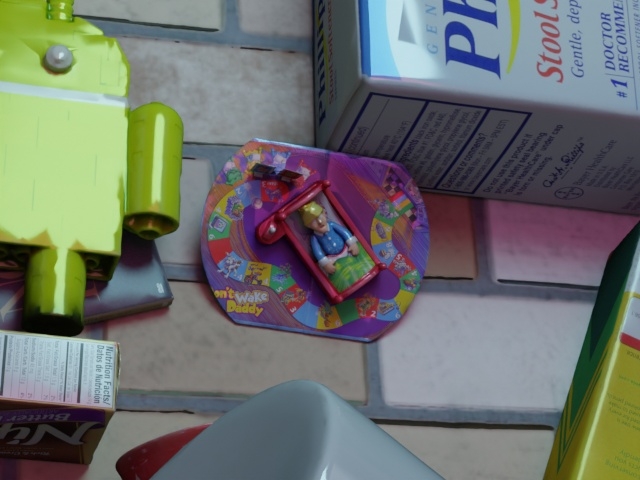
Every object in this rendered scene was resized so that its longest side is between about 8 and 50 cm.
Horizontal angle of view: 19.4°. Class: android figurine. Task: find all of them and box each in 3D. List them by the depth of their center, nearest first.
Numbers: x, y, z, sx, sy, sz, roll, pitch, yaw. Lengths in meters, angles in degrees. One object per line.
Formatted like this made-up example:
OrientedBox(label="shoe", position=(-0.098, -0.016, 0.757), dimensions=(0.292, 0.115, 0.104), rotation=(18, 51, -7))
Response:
OrientedBox(label="android figurine", position=(-0.217, -0.067, 1.295), dimensions=(0.248, 0.056, 0.273), rotation=(8, 63, -12))

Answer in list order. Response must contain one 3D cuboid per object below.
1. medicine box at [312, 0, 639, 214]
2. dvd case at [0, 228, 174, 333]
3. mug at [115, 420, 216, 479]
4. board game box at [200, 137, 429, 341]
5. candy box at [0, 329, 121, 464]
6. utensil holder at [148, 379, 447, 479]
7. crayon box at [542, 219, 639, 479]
OrientedBox(label="medicine box", position=(0.145, -0.178, 1.423), dimensions=(0.289, 0.149, 0.263), rotation=(6, 63, -14))
OrientedBox(label="dvd case", position=(-0.230, -0.008, 1.302), dimensions=(0.221, 0.018, 0.164), rotation=(-12, 69, -21))
OrientedBox(label="mug", position=(-0.041, 0.207, 1.201), dimensions=(0.150, 0.113, 0.169), rotation=(-8, 70, -18))
OrientedBox(label="board game box", position=(0.000, 0.000, 1.329), dimensions=(0.168, 0.033, 0.133), rotation=(9, 86, -12))
OrientedBox(label="candy box", position=(-0.229, 0.097, 1.198), dimensions=(0.186, 0.109, 0.053), rotation=(8, 63, -13))
OrientedBox(label="utensil holder", position=(0.046, 0.305, 0.988), dimensions=(0.385, 0.327, 0.327), rotation=(42, 59, -14))
OrientedBox(label="crayon box", position=(0.270, 0.159, 1.332), dimensions=(0.202, 0.081, 0.318), rotation=(24, 60, -4))
